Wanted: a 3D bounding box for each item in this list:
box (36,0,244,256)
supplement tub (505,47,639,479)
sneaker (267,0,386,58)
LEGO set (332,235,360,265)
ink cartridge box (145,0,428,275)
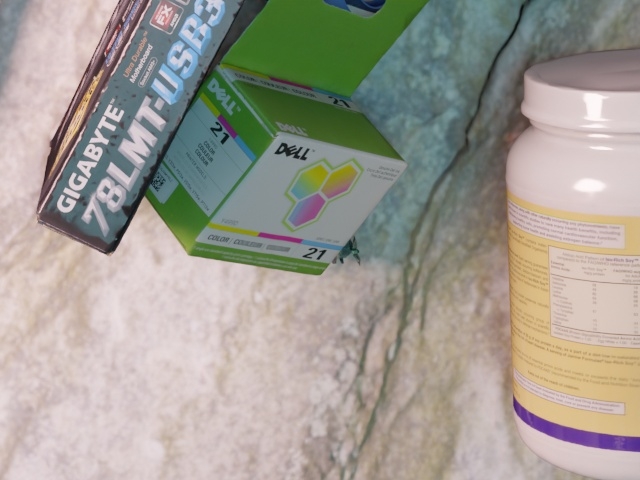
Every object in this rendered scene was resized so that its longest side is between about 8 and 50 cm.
[{"bbox_3d":[-0.129,-0.161,1.540,0.073,0.293,0.296,26,101,-13],"label":"box"},{"bbox_3d":[0.279,0.016,1.665,0.241,0.241,0.331,-5,106,-6],"label":"supplement tub"},{"bbox_3d":[-0.003,-0.211,1.668,0.144,0.053,0.059,26,103,-22],"label":"sneaker"},{"bbox_3d":[0.001,-0.003,1.743,0.054,0.023,0.083,-40,93,2],"label":"LEGO set"},{"bbox_3d":[-0.004,-0.102,1.598,0.255,0.097,0.188,-50,149,21],"label":"ink cartridge box"}]
